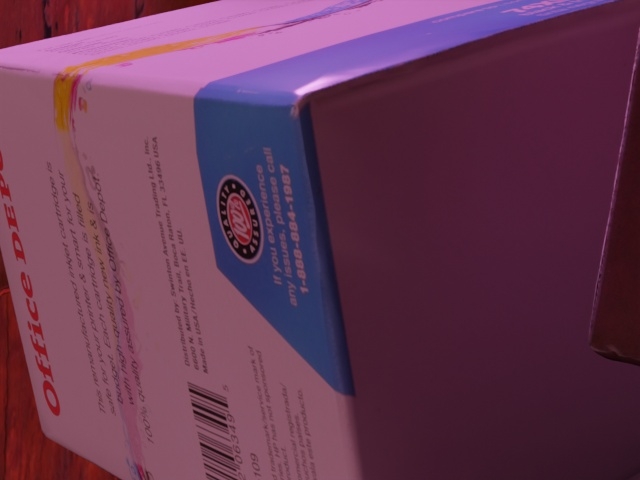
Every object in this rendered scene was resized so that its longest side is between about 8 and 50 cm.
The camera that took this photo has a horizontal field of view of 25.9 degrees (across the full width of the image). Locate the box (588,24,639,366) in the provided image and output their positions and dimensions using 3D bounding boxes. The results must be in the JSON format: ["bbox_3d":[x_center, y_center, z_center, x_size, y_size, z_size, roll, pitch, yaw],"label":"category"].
[{"bbox_3d":[0.214,-0.025,0.387,0.203,0.169,0.167,12,94,57],"label":"box"}]

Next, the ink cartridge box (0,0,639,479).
[{"bbox_3d":[0.000,0.000,0.617,0.270,0.197,0.198,14,118,51],"label":"ink cartridge box"}]
